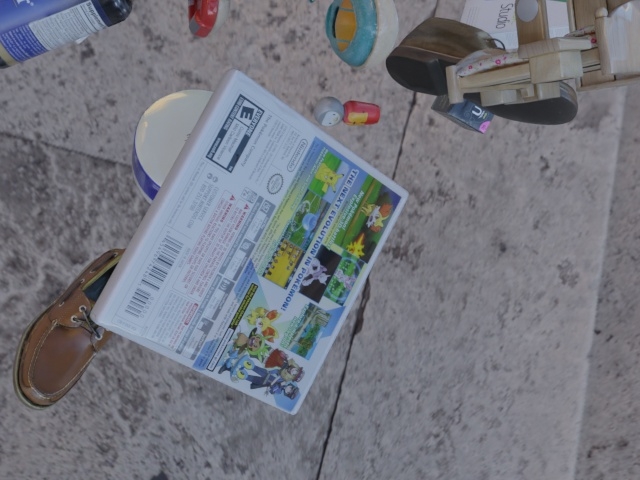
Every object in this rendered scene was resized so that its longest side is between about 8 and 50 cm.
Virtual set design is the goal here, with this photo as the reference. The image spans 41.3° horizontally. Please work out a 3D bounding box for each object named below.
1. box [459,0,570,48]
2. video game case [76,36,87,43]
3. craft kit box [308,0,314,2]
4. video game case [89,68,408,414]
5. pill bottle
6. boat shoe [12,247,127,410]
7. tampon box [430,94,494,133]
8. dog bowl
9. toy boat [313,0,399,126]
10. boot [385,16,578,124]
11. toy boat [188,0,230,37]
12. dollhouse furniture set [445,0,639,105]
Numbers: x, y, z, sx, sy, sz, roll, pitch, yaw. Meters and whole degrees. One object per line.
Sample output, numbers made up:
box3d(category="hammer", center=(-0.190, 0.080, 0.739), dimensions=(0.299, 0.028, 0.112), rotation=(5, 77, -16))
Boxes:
box3d(category="box", center=(0.498, -0.545, 2.010), dimensions=(0.322, 0.058, 0.232), rotation=(1, 48, 23))
box3d(category="video game case", center=(-0.404, -0.540, 1.765), dimensions=(0.285, 0.025, 0.204), rotation=(-35, 36, 11))
box3d(category="craft kit box", center=(-0.111, -0.612, 1.651), dimensions=(0.061, 0.250, 0.247), rotation=(-42, 57, 6))
box3d(category="video game case", center=(-0.071, 0.012, 1.035), dimensions=(0.300, 0.036, 0.329), rotation=(32, 82, -31))
box3d(category="pill bottle", center=(-0.292, -0.289, 0.964), dimensions=(0.219, 0.123, 0.123), rotation=(-23, 70, -1))
box3d(category="boat shoe", center=(-0.377, 0.123, 1.346), dimensions=(0.111, 0.104, 0.307), rotation=(42, 45, -24))
box3d(category="tampon box", center=(0.339, -0.324, 1.940), dimensions=(0.101, 0.161, 0.120), rotation=(27, 98, -12))
box3d(category="dog bowl", center=(-0.255, -0.176, 1.759), dimensions=(0.265, 0.104, 0.265), rotation=(5, 66, -12))
box3d(category="toy boat", center=(0.068, -0.406, 1.862), dimensions=(0.148, 0.267, 0.318), rotation=(1, 103, -17))
box3d(category="boot", center=(0.252, -0.262, 1.266), dimensions=(0.305, 0.112, 0.115), rotation=(25, 68, 29))
box3d(category="toy boat", center=(-0.278, -0.551, 1.793), dimensions=(0.151, 0.151, 0.231), rotation=(0, 82, -23))
box3d(category="dollhouse furniture set", center=(0.229, -0.246, 0.932), dimensions=(0.355, 0.303, 0.174), rotation=(-12, 96, -40))
